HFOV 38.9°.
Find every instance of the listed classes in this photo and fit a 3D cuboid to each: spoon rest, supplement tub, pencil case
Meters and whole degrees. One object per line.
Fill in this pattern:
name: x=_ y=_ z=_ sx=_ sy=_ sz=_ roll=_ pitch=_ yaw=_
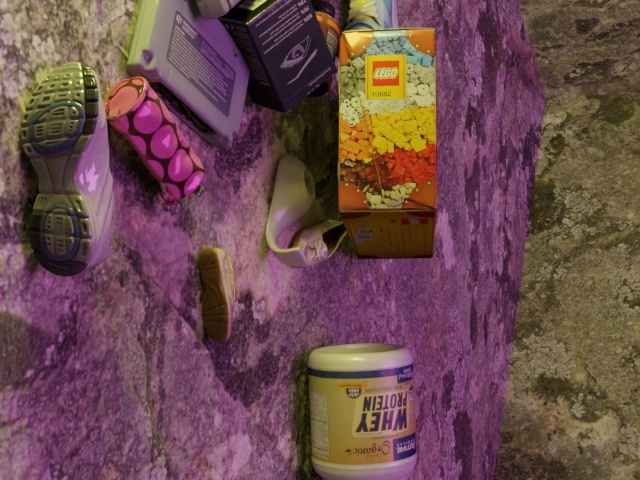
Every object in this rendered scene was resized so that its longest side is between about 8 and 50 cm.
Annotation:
spoon rest: x=-0.063 y=-0.062 z=1.860 sx=0.137 sy=0.084 sz=0.276 roll=62 pitch=23 yaw=-44
supplement tub: x=-0.016 y=-0.412 z=1.931 sx=0.106 sy=0.106 sz=0.197 roll=43 pitch=51 yaw=-55
supplement tub: x=0.091 y=0.388 z=1.942 sx=0.228 sy=0.228 sz=0.316 roll=-2 pitch=90 yaw=-64
pencil case: x=-0.263 y=-0.153 z=1.431 sx=0.098 sy=0.095 sz=0.209 roll=-57 pitch=137 yaw=-26

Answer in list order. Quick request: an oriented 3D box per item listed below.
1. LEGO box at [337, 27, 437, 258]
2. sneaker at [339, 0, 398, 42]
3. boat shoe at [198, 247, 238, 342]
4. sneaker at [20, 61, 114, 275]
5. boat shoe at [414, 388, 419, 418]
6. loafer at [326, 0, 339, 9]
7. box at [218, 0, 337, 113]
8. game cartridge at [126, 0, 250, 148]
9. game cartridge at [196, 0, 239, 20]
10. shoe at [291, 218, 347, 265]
LEGO box: x=0.155 y=-0.185 z=1.977 sx=0.500 sy=0.193 sz=0.372 roll=61 pitch=29 yaw=-77
sneaker: x=0.107 y=-0.548 z=2.171 sx=0.208 sy=0.127 sz=0.319 roll=-52 pitch=132 yaw=-55
boat shoe: x=-0.174 y=0.095 z=1.615 sx=0.059 sy=0.063 sz=0.170 roll=-7 pitch=93 yaw=-58
sneaker: x=-0.344 y=-0.099 z=1.272 sx=0.129 sy=0.111 sz=0.297 roll=7 pitch=85 yaw=-79
boat shoe: x=0.152 y=0.405 z=2.216 sx=0.324 sy=0.097 sz=0.116 roll=6 pitch=63 yaw=-65
loafer: x=0.037 y=-0.602 z=2.127 sx=0.045 sy=0.039 sz=0.125 roll=22 pitch=68 yaw=-62
box: x=-0.082 y=-0.372 z=1.730 sx=0.153 sy=0.108 sz=0.207 roll=-42 pitch=131 yaw=-23
game cartridge: x=-0.220 y=-0.309 z=1.568 sx=0.294 sy=0.060 sz=0.196 roll=42 pitch=55 yaw=-56
game cartridge: x=-0.177 y=-0.553 z=1.618 sx=0.230 sy=0.068 sz=0.355 roll=65 pitch=25 yaw=-22
shoe: x=0.000 y=0.000 z=1.980 sx=0.219 sy=0.058 sz=0.076 roll=-41 pitch=124 yaw=-58
